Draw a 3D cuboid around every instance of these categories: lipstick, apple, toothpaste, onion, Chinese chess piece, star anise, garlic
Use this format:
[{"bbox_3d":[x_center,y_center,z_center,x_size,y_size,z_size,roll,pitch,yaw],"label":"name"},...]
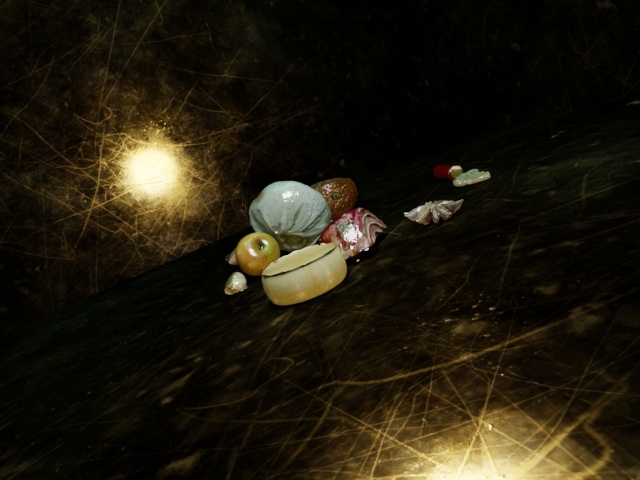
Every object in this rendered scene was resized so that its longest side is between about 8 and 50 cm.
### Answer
[{"bbox_3d":[0.622,-0.332,2.276,0.080,0.080,0.241,-22,10,-1],"label":"lipstick"},{"bbox_3d":[-0.247,0.057,1.834,0.182,0.182,0.155,-29,-16,-36],"label":"apple"},{"bbox_3d":[0.000,0.000,1.808,0.248,0.047,0.078,-47,20,-17],"label":"toothpaste"},{"bbox_3d":[0.067,-0.012,1.612,0.280,0.146,0.314,-22,14,22],"label":"onion"},{"bbox_3d":[-0.049,0.096,1.392,0.257,0.104,0.257,-20,11,4],"label":"Chinese chess piece"},{"bbox_3d":[0.390,-0.095,1.598,0.195,0.065,0.182,-23,15,-32],"label":"star anise"},{"bbox_3d":[-0.318,0.153,1.743,0.084,0.066,0.152,-24,13,0],"label":"garlic"}]

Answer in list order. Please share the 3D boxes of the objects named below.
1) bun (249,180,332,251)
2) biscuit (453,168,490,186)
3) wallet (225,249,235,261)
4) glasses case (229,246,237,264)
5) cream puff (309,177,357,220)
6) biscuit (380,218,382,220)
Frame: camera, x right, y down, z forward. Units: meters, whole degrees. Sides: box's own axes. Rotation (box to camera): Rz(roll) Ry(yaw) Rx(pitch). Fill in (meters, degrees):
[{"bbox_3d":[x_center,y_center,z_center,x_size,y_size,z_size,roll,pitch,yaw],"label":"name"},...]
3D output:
[{"bbox_3d":[-0.126,-0.084,1.941,0.362,0.362,0.211,-16,48,30],"label":"bun"},{"bbox_3d":[0.649,-0.272,2.047,0.133,0.032,0.250,-22,11,8],"label":"biscuit"},{"bbox_3d":[-0.415,0.046,2.544,0.124,0.042,0.230,-20,9,27],"label":"wallet"},{"bbox_3d":[-0.404,0.086,2.302,0.102,0.070,0.193,-49,12,4],"label":"glasses case"},{"bbox_3d":[0.061,-0.211,2.448,0.303,0.212,0.303,-17,2,1],"label":"cream puff"},{"bbox_3d":[0.120,-0.042,1.871,0.235,0.063,0.151,-21,18,-14],"label":"biscuit"}]
